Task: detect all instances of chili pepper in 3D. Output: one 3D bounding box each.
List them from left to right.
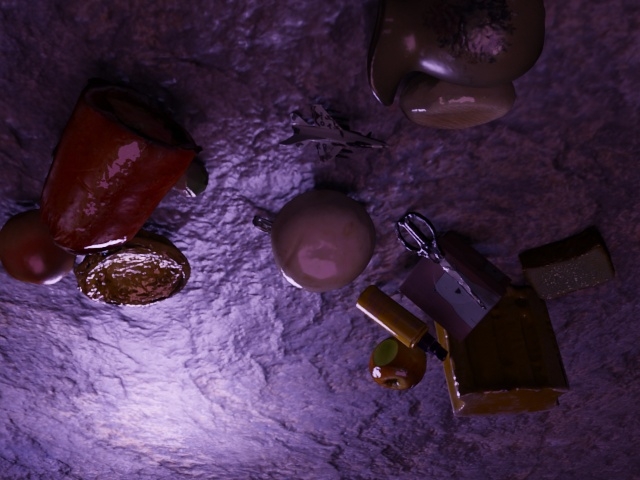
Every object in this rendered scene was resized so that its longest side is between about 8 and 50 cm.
[{"bbox_3d":[-0.413,-0.143,1.626,0.305,0.229,0.251,-50,165,28],"label":"chili pepper"}]

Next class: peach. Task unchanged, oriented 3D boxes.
[{"bbox_3d":[-0.657,0.014,1.884,0.184,0.184,0.184,-2,141,-1],"label":"peach"}]

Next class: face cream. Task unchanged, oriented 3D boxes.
[{"bbox_3d":[0.220,0.223,2.134,0.273,0.078,0.078,36,144,19],"label":"face cream"}]

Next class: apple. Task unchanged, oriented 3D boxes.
[{"bbox_3d":[0.230,0.355,2.374,0.163,0.147,0.146,-18,135,37],"label":"apple"}]

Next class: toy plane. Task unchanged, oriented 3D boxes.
[{"bbox_3d":[0.033,-0.221,1.703,0.234,0.082,0.160,3,133,13],"label":"toy plane"}]

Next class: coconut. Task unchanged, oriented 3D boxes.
[{"bbox_3d":[-0.285,-0.135,1.796,0.081,0.082,0.083,11,103,23],"label":"coconut"}]

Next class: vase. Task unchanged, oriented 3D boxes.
[{"bbox_3d":[0.211,-0.414,1.387,0.302,0.241,0.329,-9,107,6],"label":"vase"}]

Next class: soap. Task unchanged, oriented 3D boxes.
[{"bbox_3d":[0.470,0.285,2.158,0.293,0.335,0.156,-3,141,-6],"label":"soap"}]

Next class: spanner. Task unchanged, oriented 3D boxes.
[{"bbox_3d":[-0.025,0.005,2.020,0.325,0.026,0.093,22,134,-25],"label":"spanner"}]

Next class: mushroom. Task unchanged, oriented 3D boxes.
[{"bbox_3d":[0.000,0.000,1.896,0.246,0.202,0.246,-2,98,-14],"label":"mushroom"}]

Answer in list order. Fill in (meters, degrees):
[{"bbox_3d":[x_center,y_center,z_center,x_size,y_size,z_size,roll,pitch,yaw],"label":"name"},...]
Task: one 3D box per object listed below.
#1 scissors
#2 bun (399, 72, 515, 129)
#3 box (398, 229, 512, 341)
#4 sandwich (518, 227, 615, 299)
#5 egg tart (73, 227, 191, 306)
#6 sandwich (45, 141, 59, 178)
[{"bbox_3d":[0.297,0.056,1.961,0.300,0.022,0.109,49,139,2],"label":"scissors"},{"bbox_3d":[0.264,-0.295,1.582,0.222,0.128,0.222,1,173,0],"label":"bun"},{"bbox_3d":[0.336,0.113,2.043,0.215,0.086,0.215,41,135,11],"label":"box"},{"bbox_3d":[0.636,0.065,2.098,0.214,0.065,0.186,-19,138,20],"label":"sandwich"},{"bbox_3d":[-0.465,0.063,2.005,0.290,0.107,0.291,-10,142,-8],"label":"egg tart"},{"bbox_3d":[-0.496,-0.135,1.792,0.235,0.079,0.159,29,141,-28],"label":"sandwich"}]
